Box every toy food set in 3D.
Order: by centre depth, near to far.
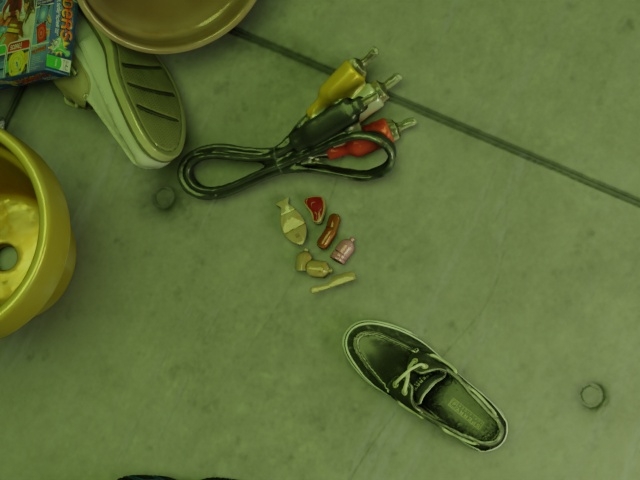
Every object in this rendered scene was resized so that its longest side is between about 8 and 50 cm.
[{"bbox_3d":[0.000,0.000,1.785,0.078,0.019,0.122,-19,71,6],"label":"toy food set"}]

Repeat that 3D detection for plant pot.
[{"bbox_3d":[-0.391,0.004,1.735,0.254,0.239,0.254,-1,80,9],"label":"plant pot"},{"bbox_3d":[-0.182,-0.344,1.757,0.237,0.237,0.110,-34,37,3],"label":"plant pot"}]

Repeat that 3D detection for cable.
[{"bbox_3d":[-0.022,-0.105,1.801,0.287,0.072,0.139,-27,95,17],"label":"cable"}]

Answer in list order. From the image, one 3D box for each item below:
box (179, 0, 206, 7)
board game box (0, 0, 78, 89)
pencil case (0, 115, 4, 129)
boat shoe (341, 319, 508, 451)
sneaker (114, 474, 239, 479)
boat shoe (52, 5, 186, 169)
[{"bbox_3d":[-0.181,-0.365,1.861,0.186,0.038,0.145,39,88,12],"label":"box"},{"bbox_3d":[-0.359,-0.253,1.815,0.201,0.035,0.136,-2,79,48],"label":"board game box"},{"bbox_3d":[-0.528,-0.109,1.775,0.306,0.133,0.119,-26,34,-18],"label":"pencil case"},{"bbox_3d":[0.117,0.158,1.713,0.219,0.070,0.078,33,88,13],"label":"boat shoe"},{"bbox_3d":[-0.138,0.318,1.737,0.211,0.080,0.081,4,104,11],"label":"sneaker"},{"bbox_3d":[-0.256,-0.199,1.816,0.103,0.113,0.302,-37,63,25],"label":"boat shoe"}]
